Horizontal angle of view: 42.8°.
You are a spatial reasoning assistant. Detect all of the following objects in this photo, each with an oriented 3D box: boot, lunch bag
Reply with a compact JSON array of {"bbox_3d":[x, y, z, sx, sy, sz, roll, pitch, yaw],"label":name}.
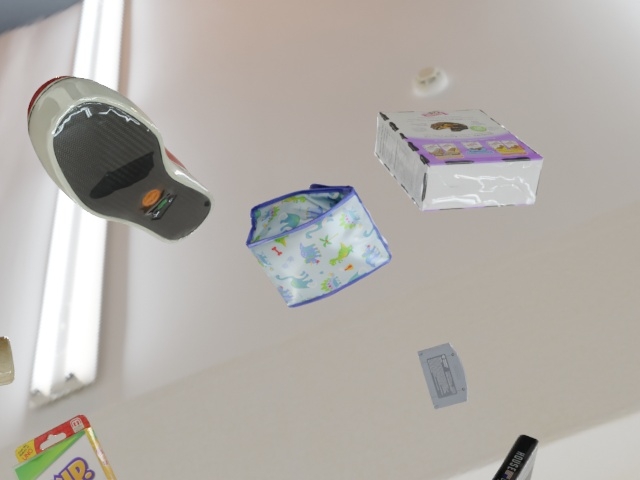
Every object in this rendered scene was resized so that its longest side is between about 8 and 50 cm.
[{"bbox_3d":[-0.204,-0.099,0.700,0.088,0.244,0.176,-45,-111,-3],"label":"boot"},{"bbox_3d":[0.000,0.000,1.045,0.151,0.129,0.096,-18,-140,19],"label":"lunch bag"}]

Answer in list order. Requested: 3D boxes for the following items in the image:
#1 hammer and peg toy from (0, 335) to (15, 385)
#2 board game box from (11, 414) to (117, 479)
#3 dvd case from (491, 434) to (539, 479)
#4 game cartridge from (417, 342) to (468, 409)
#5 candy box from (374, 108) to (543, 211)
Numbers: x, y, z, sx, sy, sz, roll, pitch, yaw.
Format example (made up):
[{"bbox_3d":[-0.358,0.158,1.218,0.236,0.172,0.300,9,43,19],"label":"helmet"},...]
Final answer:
[{"bbox_3d":[-0.318,0.033,0.647,0.127,0.361,0.266,-7,-156,-24],"label":"hammer and peg toy"},{"bbox_3d":[-0.337,0.389,1.158,0.124,0.039,0.259,-28,-100,3],"label":"board game box"},{"bbox_3d":[0.196,0.370,0.954,0.029,0.239,0.179,17,-153,26],"label":"dvd case"},{"bbox_3d":[0.171,0.186,1.123,0.056,0.017,0.083,-18,-98,17],"label":"game cartridge"},{"bbox_3d":[0.184,-0.117,1.128,0.165,0.070,0.196,-4,-151,-15],"label":"candy box"}]
